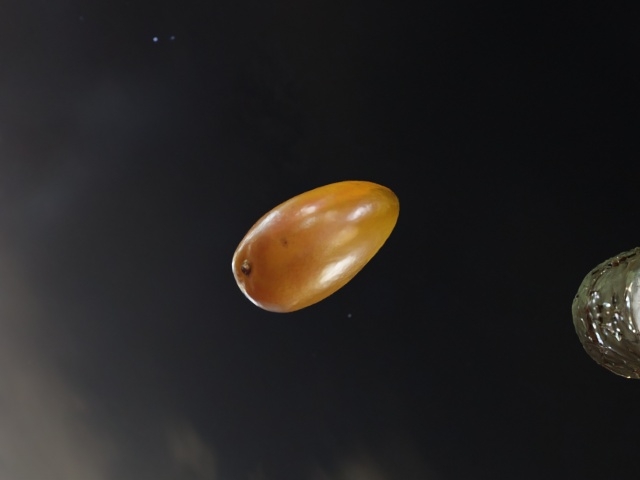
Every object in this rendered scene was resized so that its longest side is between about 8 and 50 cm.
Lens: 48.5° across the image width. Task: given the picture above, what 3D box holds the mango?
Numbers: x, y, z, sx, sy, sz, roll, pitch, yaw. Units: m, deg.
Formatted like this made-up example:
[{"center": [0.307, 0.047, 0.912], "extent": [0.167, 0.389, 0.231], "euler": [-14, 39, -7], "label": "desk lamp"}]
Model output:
[{"center": [0.000, 0.000, 0.842], "extent": [0.112, 0.219, 0.145], "euler": [51, -13, 29], "label": "mango"}]

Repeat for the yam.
[{"center": [0.540, 0.114, 1.096], "extent": [0.241, 0.241, 0.348], "euler": [42, -2, 11], "label": "yam"}]
